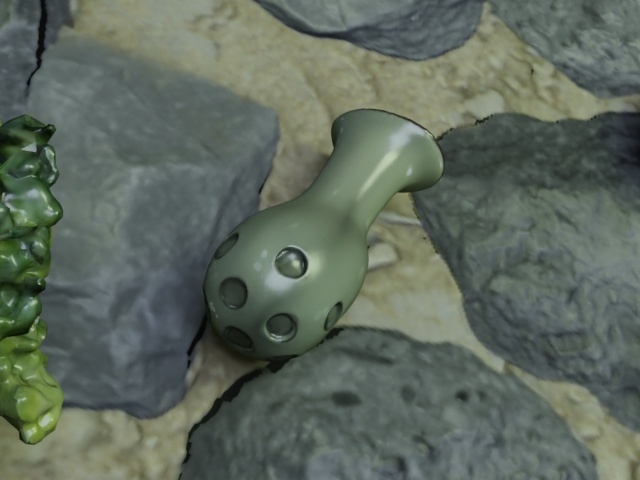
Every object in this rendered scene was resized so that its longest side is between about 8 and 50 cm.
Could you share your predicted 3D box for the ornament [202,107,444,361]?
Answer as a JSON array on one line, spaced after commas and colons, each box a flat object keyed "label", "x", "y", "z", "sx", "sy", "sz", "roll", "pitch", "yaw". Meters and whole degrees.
[{"label": "ornament", "x": 0.000, "y": 0.000, "z": 0.586, "sx": 0.074, "sy": 0.081, "sz": 0.156, "roll": 15, "pitch": 50, "yaw": 28}]

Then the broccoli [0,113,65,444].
[{"label": "broccoli", "x": -0.230, "y": 0.002, "z": 0.456, "sx": 0.288, "sy": 0.248, "sz": 0.245, "roll": 39, "pitch": 21, "yaw": 14}]
